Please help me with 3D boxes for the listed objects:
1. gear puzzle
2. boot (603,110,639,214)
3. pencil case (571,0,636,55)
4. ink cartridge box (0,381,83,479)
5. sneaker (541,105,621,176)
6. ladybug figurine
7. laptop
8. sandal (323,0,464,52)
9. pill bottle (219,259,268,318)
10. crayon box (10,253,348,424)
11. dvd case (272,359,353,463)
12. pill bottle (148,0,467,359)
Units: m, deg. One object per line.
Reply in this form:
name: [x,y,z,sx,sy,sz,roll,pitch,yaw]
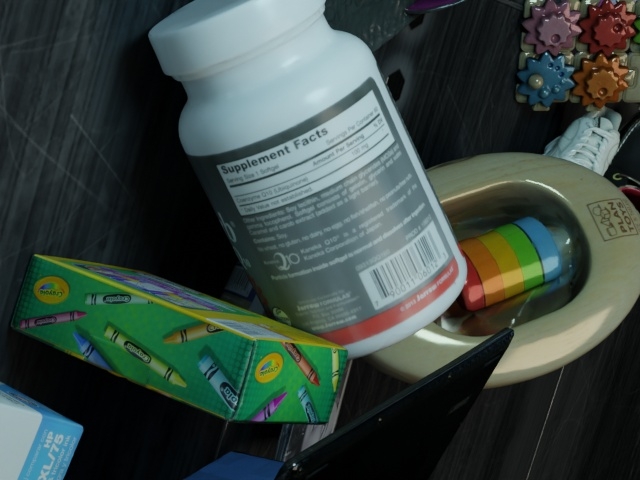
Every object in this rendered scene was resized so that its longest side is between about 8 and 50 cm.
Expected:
gear puzzle: [0.449,-0.258,2.122,0.044,0.339,0.175,-101,-168,-61]
boot: [0.473,-0.047,2.331,0.377,0.138,0.284,-60,174,-3]
pencil case: [0.452,-0.363,2.220,0.124,0.124,0.284,23,88,-59]
ink cartridge box: [-0.373,0.179,1.190,0.270,0.198,0.197,30,83,-59]
sneaker: [0.374,-0.119,2.175,0.118,0.110,0.292,-54,-179,30]
ladybug figurine: [0.216,0.048,1.923,0.449,0.305,0.162,-16,159,-18]
laptop: [-0.065,0.227,1.537,0.382,0.236,0.408,-24,148,-50]
sandal: [0.149,-0.333,1.724,0.446,0.107,0.167,-43,133,-26]
pill bottle: [0.000,0.000,1.700,0.153,0.153,0.264,34,79,-58]
crayon box: [-0.135,0.094,1.427,0.165,0.278,0.081,13,95,-58]
dvd case: [-0.001,0.194,1.887,0.221,0.018,0.164,-21,126,-72]
pill bottle: [-0.014,-0.079,1.481,0.210,0.210,0.363,-40,113,-38]
